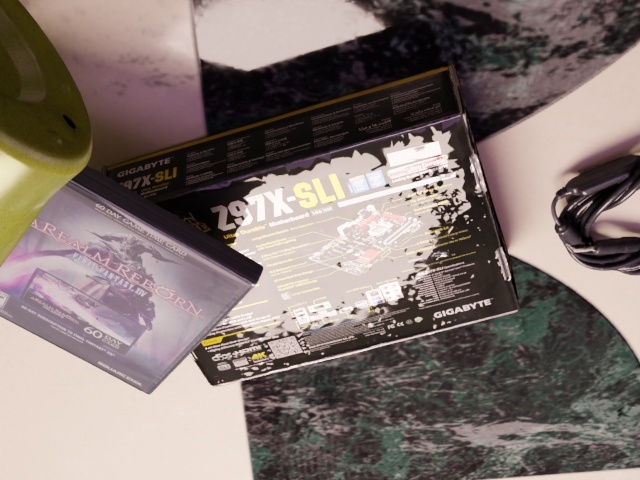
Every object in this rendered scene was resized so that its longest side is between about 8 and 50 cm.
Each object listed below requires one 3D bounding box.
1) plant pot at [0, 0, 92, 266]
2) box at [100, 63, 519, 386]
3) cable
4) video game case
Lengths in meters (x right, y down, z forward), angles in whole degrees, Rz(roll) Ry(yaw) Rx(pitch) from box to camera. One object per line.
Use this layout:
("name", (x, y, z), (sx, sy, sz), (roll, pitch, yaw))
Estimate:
("plant pot", (-0.363, -0.044, 0.744), (0.353, 0.366, 0.366), (-35, 129, 12))
("box", (0.000, 0.000, 0.987), (0.322, 0.079, 0.257), (-16, 132, 10))
("cable", (0.315, -0.026, 1.012), (0.185, 0.047, 0.150), (-24, 133, 17))
("video game case", (-0.190, 0.040, 0.959), (0.196, 0.026, 0.274), (30, 144, -11))
